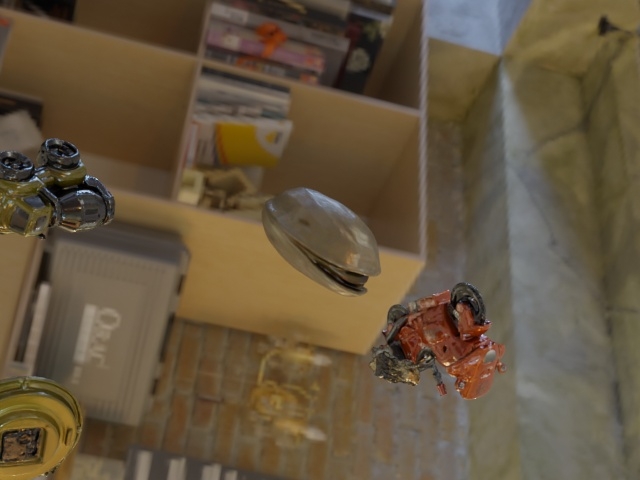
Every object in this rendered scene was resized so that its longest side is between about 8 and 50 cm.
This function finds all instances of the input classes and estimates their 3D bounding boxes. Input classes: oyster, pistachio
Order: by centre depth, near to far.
[{"bbox_3d":[0.106,0.189,1.523,0.019,0.083,0.054,-41,133,-41],"label":"oyster"},{"bbox_3d":[0.000,0.000,1.775,0.153,0.238,0.137,-31,153,-57],"label":"pistachio"}]

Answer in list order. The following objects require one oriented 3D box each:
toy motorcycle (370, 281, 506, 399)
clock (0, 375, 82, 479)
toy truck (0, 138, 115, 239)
[{"bbox_3d":[0.241,0.212,2.071,0.326,0.148,0.221,-25,-98,56],"label":"toy motorcycle"},{"bbox_3d":[-0.529,0.345,1.832,0.057,0.237,0.237,50,-50,51],"label":"clock"},{"bbox_3d":[-0.475,-0.068,1.817,0.224,0.165,0.147,-23,146,-57],"label":"toy truck"}]
